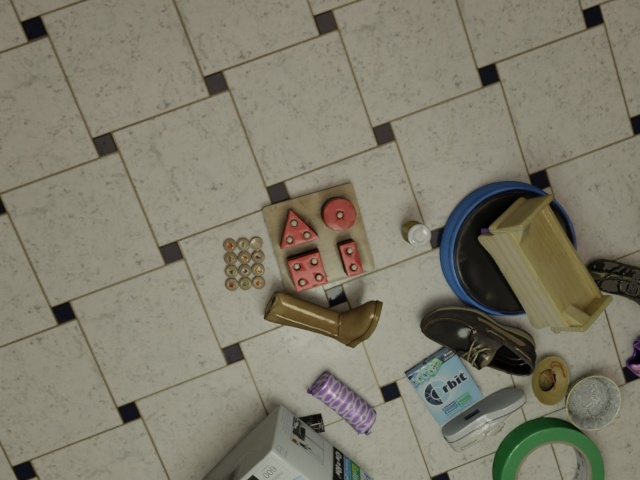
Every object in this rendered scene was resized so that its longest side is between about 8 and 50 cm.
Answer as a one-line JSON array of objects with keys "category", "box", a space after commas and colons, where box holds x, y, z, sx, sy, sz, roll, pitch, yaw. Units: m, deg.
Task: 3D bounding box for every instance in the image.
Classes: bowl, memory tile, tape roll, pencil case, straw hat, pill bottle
[{"category": "bowl", "box": [0.535, 0.030, 1.798, 0.391, 0.077, 0.390, -1, 99, -6]}, {"category": "memory tile", "box": [-0.209, 0.066, 1.756, 0.113, 0.012, 0.147, -3, 98, -6]}, {"category": "bowl", "box": [0.788, 0.467, 1.885, 0.170, 0.080, 0.170, -1, 98, -8]}, {"category": "tape roll", "box": [0.682, 0.697, 1.911, 0.322, 0.077, 0.321, -1, 99, -6]}, {"category": "pencil case", "box": [0.066, 0.464, 1.811, 0.206, 0.086, 0.088, 43, 115, -9]}, {"category": "straw hat", "box": [0.658, 0.409, 1.873, 0.145, 0.061, 0.144, 1, 86, -22]}, {"category": "pill bottle", "box": [0.257, -0.021, 1.740, 0.065, 0.116, 0.065, -1, 99, -6]}]

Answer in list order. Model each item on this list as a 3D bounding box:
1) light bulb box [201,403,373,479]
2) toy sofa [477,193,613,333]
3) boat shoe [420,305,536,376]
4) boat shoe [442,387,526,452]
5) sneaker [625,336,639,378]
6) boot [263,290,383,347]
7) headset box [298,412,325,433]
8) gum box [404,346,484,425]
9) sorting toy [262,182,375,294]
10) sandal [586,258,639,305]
[{"category": "light bulb box", "box": [-0.099, 0.713, 1.724, 0.361, 0.225, 0.358, 41, 105, -9]}, {"category": "toy sofa", "box": [0.600, 0.066, 1.713, 0.150, 0.177, 0.362, -39, 101, -25]}, {"category": "boat shoe", "box": [0.452, 0.285, 1.776, 0.356, 0.130, 0.132, 16, 122, -10]}, {"category": "boat shoe", "box": [0.489, 0.529, 1.857, 0.268, 0.096, 0.088, -33, 104, 1]}, {"category": "sneaker", "box": [0.987, 0.308, 1.882, 0.105, 0.095, 0.236, 27, 96, -2]}, {"category": "boot", "box": [0.004, 0.196, 1.707, 0.270, 0.089, 0.236, 21, 140, -10]}, {"category": "headset box", "box": [-0.033, 0.527, 1.816, 0.083, 0.062, 0.032, -9, 99, -4]}, {"category": "gum box", "box": [0.360, 0.419, 1.853, 0.157, 0.041, 0.184, -33, 99, 0]}, {"category": "sorting toy", "box": [0.000, 0.000, 1.730, 0.257, 0.089, 0.255, -16, 99, -3]}, {"category": "sandal", "box": [0.921, 0.128, 1.855, 0.303, 0.086, 0.120, 25, 101, 6]}]
